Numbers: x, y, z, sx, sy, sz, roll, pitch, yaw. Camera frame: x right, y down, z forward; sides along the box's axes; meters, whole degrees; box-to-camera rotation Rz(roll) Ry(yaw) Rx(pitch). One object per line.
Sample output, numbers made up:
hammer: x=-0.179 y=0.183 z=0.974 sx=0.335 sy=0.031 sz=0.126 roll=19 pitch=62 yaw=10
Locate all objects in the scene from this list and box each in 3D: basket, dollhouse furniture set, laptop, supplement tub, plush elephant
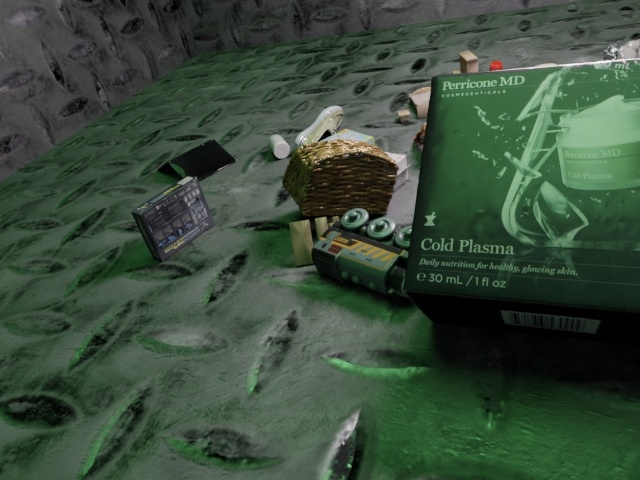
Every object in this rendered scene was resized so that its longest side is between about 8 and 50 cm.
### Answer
basket: x=0.055 y=-0.213 z=1.584 sx=0.299 sy=0.213 sz=0.223 roll=-2 pitch=30 yaw=-20
dollhouse furniture set: x=0.474 y=-0.671 z=2.210 sx=0.356 sy=0.173 sz=0.303 roll=-12 pitch=33 yaw=3
laptop: x=-0.529 y=-0.319 z=2.210 sx=0.234 sy=0.136 sz=0.264 roll=-35 pitch=13 yaw=-29
supplement tub: x=-0.169 y=-0.382 z=2.115 sx=0.071 sy=0.071 sz=0.107 roll=-20 pitch=35 yaw=-8
plush elephant: x=1.053 y=-0.523 z=1.736 sx=0.272 sy=0.255 sz=0.330 roll=-43 pitch=-17 yaw=26
dollhouse furniture set: x=0.000 y=0.000 z=1.528 sx=0.144 sy=0.123 sz=0.151 roll=-9 pitch=-1 yaw=7

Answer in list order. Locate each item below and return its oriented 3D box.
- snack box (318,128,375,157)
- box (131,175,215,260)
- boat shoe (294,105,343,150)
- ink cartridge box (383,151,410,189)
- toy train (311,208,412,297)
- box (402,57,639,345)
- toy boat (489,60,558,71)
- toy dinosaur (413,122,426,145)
snack box: x=0.075 y=-0.341 z=1.965 sx=0.207 sy=0.070 sz=0.174 roll=-30 pitch=36 yaw=-25
box: x=-0.465 y=-0.072 z=1.667 sx=0.059 sy=0.183 sz=0.233 roll=16 pitch=45 yaw=38
boat shoe: x=0.016 y=-0.443 z=2.129 sx=0.094 sy=0.109 sz=0.302 roll=26 pitch=58 yaw=25
ink cartridge box: x=0.220 y=-0.231 z=1.729 sx=0.143 sy=0.089 sz=0.092 roll=19 pitch=46 yaw=39
toy train: x=0.136 y=0.039 z=1.335 sx=0.334 sy=0.142 sz=0.190 roll=21 pitch=59 yaw=38
box: x=0.453 y=-0.067 z=1.032 sx=0.480 sy=0.297 sz=0.471 roll=2 pitch=70 yaw=24
toy boat: x=0.795 y=-0.598 z=2.034 sx=0.267 sy=0.148 sz=0.318 roll=-37 pitch=47 yaw=-23
toy dinosaur: x=0.419 y=-0.384 z=1.802 sx=0.219 sy=0.164 sz=0.322 roll=-21 pitch=30 yaw=-19
